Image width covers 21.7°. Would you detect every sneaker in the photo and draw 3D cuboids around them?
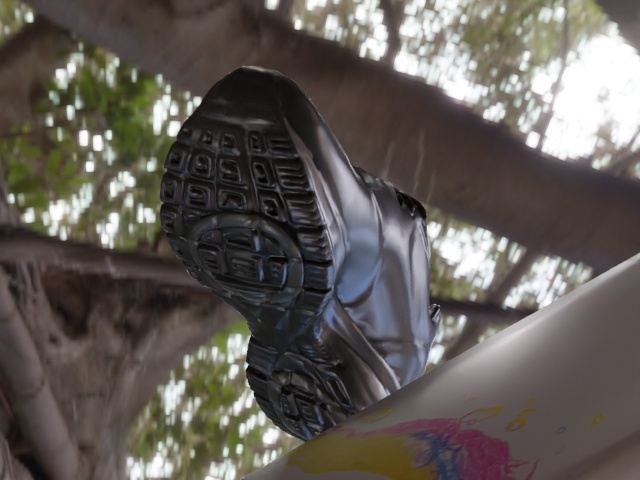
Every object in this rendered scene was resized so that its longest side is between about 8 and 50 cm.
[{"bbox_3d":[0.000,0.000,0.929,0.109,0.286,0.130,17,-123,27],"label":"sneaker"}]

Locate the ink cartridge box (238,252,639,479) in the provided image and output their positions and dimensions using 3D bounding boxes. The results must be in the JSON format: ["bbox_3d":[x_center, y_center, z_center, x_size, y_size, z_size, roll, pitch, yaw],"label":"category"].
[{"bbox_3d":[0.041,0.149,0.399,0.353,0.119,0.207,-28,-78,-7],"label":"ink cartridge box"}]
